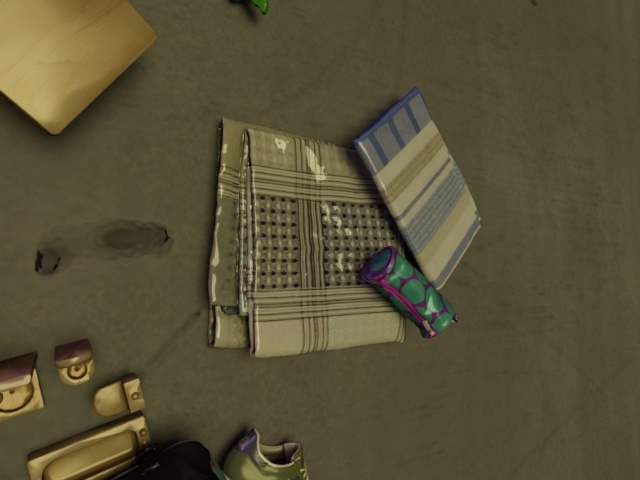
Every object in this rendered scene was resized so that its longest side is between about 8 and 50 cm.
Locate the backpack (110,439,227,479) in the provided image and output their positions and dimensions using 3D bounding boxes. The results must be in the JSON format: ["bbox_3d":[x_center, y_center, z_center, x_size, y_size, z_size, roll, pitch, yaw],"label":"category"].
[{"bbox_3d":[-0.152,0.368,0.429,0.225,0.191,0.254,-24,113,-26],"label":"backpack"}]

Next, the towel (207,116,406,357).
[{"bbox_3d":[0.000,0.000,0.631,0.324,0.056,0.313,4,84,-30],"label":"towel"}]

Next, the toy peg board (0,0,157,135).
[{"bbox_3d":[-0.290,-0.216,0.448,0.161,0.079,0.161,47,64,-32],"label":"toy peg board"}]

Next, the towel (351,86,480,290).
[{"bbox_3d":[0.169,-0.084,0.721,0.209,0.034,0.285,-47,114,-36],"label":"towel"}]

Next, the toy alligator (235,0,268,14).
[{"bbox_3d":[-0.118,-0.398,0.599,0.051,0.056,0.190,-15,95,10],"label":"toy alligator"}]

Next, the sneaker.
[{"bbox_3d":[-0.038,0.311,0.573,0.192,0.064,0.086,35,74,-20],"label":"sneaker"}]

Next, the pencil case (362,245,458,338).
[{"bbox_3d":[0.130,0.078,0.641,0.151,0.064,0.070,43,34,-19],"label":"pencil case"}]

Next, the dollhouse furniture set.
[{"bbox_3d":[-0.244,0.184,0.428,0.144,0.123,0.151,-14,93,-31],"label":"dollhouse furniture set"}]
